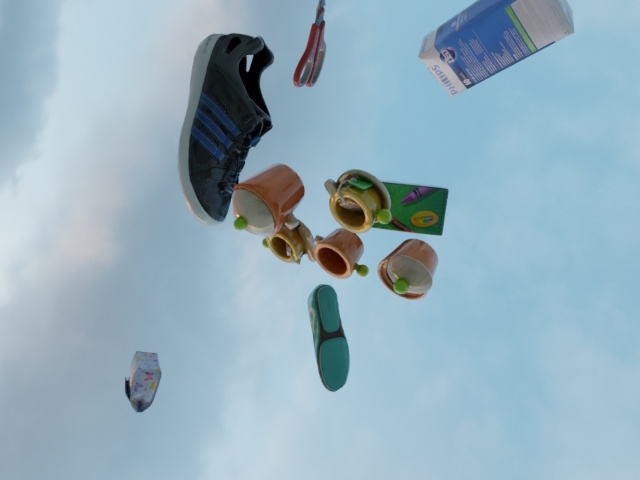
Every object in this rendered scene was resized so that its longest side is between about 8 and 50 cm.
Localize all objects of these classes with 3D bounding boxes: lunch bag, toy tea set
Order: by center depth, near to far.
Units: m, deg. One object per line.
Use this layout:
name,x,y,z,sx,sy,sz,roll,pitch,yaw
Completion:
toy tea set,0.000,0.000,0.610,0.336,0.124,0.200,12,-45,37
lunch bag,-0.315,0.249,0.739,0.071,0.053,0.083,32,-73,60

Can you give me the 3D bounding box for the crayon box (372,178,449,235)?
crayon box,0.146,-0.074,0.820,0.165,0.278,0.081,7,-80,9

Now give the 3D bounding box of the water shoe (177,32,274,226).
water shoe,-0.093,-0.114,0.434,0.080,0.073,0.203,4,-88,18

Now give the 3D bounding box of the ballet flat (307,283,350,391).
ballet flat,0.017,0.228,1.005,0.083,0.087,0.247,-4,-98,-19

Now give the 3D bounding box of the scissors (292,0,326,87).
scissors,0.000,-0.443,0.841,0.021,0.109,0.297,31,-49,14

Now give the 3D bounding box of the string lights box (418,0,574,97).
string lights box,0.345,-0.414,0.852,0.259,0.133,0.077,-18,-135,46
